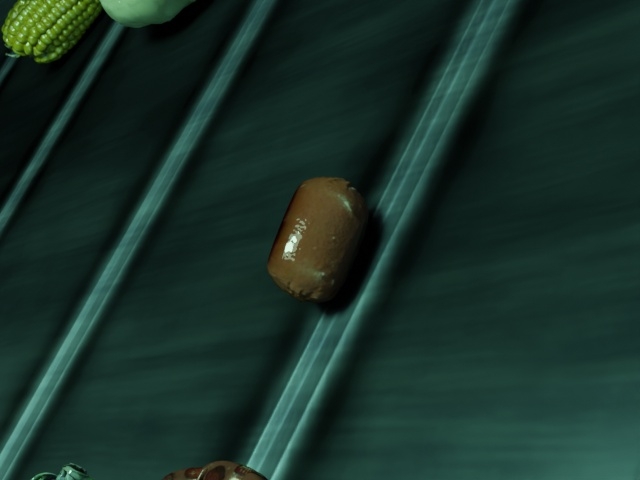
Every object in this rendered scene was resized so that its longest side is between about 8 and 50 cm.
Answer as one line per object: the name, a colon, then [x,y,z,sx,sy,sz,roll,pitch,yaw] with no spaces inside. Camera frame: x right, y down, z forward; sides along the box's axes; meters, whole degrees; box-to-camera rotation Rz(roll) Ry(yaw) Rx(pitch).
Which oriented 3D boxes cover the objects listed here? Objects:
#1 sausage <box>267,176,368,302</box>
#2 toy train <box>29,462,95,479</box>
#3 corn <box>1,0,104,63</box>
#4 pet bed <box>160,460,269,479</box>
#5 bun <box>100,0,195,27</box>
sausage: [0.001,0.000,0.828,0.054,0.059,0.094,17,66,13]
toy train: [-0.201,0.256,0.829,0.060,0.081,0.202,21,83,60]
corn: [-0.320,-0.354,1.606,0.310,0.101,0.101,-46,31,7]
pet bed: [-0.087,0.225,0.723,0.201,0.053,0.201,-35,30,24]
bun: [-0.177,-0.325,1.368,0.183,0.102,0.183,-23,60,46]
